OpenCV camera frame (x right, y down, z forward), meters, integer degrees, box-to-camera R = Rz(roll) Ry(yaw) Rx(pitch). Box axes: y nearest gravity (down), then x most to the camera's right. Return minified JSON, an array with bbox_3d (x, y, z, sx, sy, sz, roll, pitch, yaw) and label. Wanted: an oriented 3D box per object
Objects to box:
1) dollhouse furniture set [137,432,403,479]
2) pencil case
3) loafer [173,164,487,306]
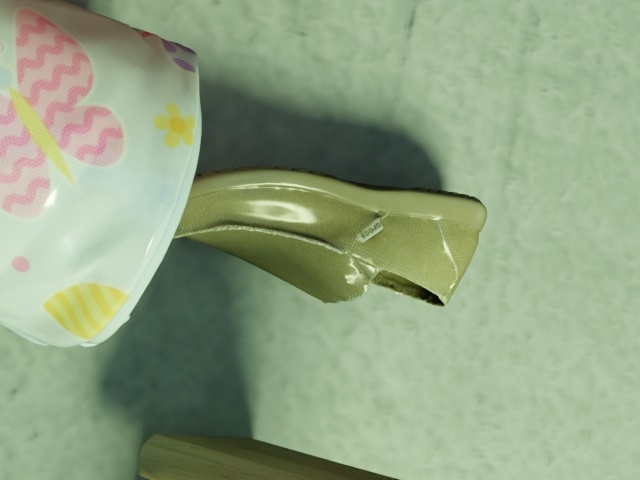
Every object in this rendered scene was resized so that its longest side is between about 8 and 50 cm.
[{"bbox_3d":[-0.108,0.195,0.531,0.394,0.362,0.256,10,89,-49],"label":"dollhouse furniture set"},{"bbox_3d":[-0.176,-0.054,0.614,0.273,0.113,0.124,20,86,-21],"label":"pencil case"},{"bbox_3d":[0.000,0.000,0.714,0.148,0.056,0.050,4,84,-21],"label":"loafer"}]
